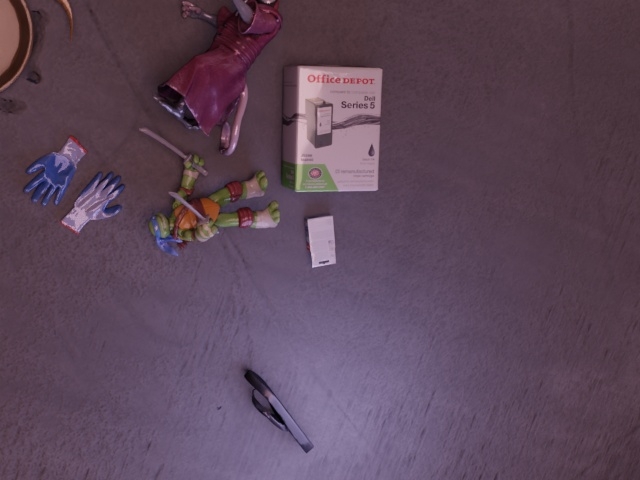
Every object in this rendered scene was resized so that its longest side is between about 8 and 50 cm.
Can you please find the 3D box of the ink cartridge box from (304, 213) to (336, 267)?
[{"bbox_3d":[0.000,0.000,2.007,0.062,0.029,0.115,-9,104,-17],"label":"ink cartridge box"}]

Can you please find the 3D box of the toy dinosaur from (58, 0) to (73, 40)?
[{"bbox_3d":[-0.540,-0.512,1.717,0.211,0.064,0.112,39,105,-12],"label":"toy dinosaur"}]

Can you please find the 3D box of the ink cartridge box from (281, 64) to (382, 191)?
[{"bbox_3d":[0.023,-0.250,1.918,0.198,0.115,0.273,-2,101,-18],"label":"ink cartridge box"}]

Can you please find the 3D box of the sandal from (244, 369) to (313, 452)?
[{"bbox_3d":[-0.102,0.409,2.017,0.054,0.097,0.255,-37,110,-8],"label":"sandal"}]

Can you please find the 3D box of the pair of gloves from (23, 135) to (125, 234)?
[{"bbox_3d":[-0.512,-0.110,1.818,0.198,0.023,0.159,43,86,-20],"label":"pair of gloves"}]

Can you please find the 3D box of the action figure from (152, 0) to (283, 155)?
[{"bbox_3d":[-0.168,-0.383,1.758,0.275,0.248,0.370,41,89,-22],"label":"action figure"}]

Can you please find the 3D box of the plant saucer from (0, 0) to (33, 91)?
[{"bbox_3d":[-0.703,-0.411,1.684,0.277,0.041,0.278,-4,103,-18],"label":"plant saucer"}]

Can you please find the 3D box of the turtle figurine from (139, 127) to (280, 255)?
[{"bbox_3d":[-0.225,-0.094,1.818,0.266,0.198,0.275,-10,115,-24],"label":"turtle figurine"}]
